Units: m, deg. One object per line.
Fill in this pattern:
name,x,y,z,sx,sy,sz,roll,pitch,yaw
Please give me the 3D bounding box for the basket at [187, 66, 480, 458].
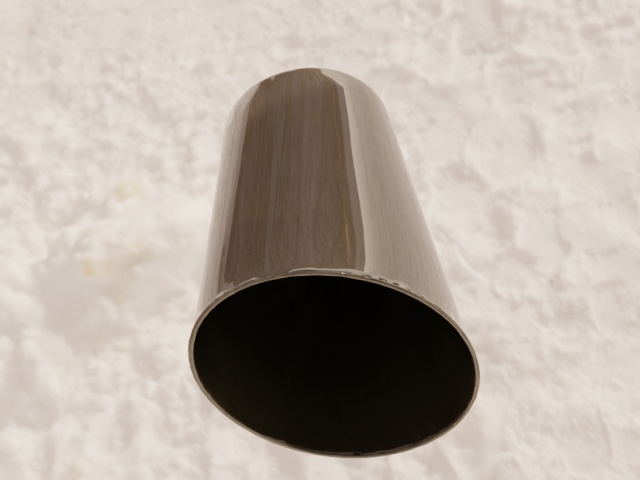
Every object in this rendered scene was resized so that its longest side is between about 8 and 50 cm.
basket,0.000,0.000,0.652,0.154,0.204,0.227,-31,42,22
